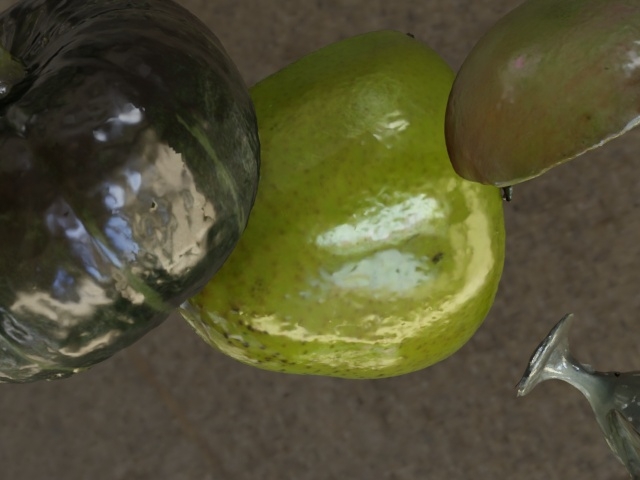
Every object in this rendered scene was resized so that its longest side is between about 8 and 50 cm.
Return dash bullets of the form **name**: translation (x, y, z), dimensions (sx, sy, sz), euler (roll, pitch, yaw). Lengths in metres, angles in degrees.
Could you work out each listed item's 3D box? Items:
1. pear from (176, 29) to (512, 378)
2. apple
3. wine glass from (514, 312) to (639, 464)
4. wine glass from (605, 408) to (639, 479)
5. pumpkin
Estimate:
- **pear**: translation (0.000, 0.000, 1.612), dimensions (0.238, 0.318, 0.343), euler (46, 143, 49)
- **apple**: translation (0.217, -0.141, 1.281), dimensions (0.120, 0.265, 0.193), euler (62, 165, -14)
- **wine glass**: translation (0.354, 0.191, 1.897), dimensions (0.241, 0.126, 0.126), euler (33, 128, 14)
- **wine glass**: translation (0.449, 0.129, 1.309), dimensions (0.406, 0.267, 0.267), euler (-32, 77, 10)
- **pumpkin**: translation (-0.126, -0.032, 0.756), dimensions (0.211, 0.212, 0.152), euler (15, 155, 44)
